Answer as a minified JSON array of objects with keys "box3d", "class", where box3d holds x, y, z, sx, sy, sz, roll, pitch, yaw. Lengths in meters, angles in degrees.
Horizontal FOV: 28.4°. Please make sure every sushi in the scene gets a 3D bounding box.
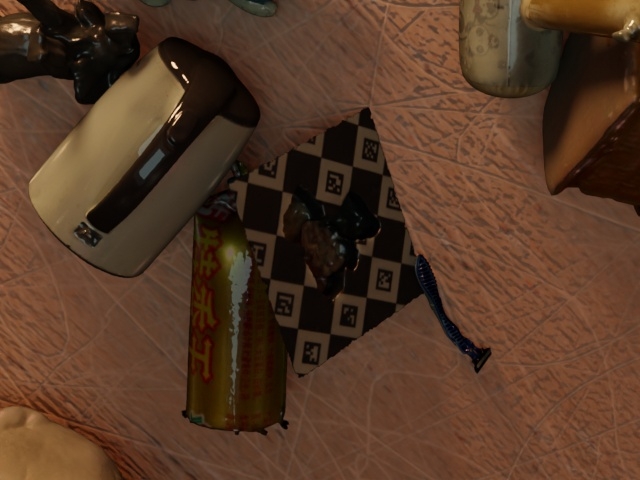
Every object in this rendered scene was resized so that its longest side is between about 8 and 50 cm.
[{"box3d":[0.000,0.000,1.397,0.047,0.219,0.231,1,115,49],"class":"sushi"}]

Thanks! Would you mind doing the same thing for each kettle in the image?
[{"box3d":[-0.181,-0.086,1.339,0.161,0.221,0.236,41,108,-11],"class":"kettle"}]

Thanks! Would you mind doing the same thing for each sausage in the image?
[{"box3d":[-0.088,0.065,1.433,0.125,0.117,0.317,16,111,36],"class":"sausage"}]

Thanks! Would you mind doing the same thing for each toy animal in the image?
[{"box3d":[-0.292,-0.220,1.346,0.245,0.146,0.114,12,80,20],"class":"toy animal"}]

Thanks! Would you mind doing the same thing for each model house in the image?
[{"box3d":[0.370,-0.144,1.311,0.229,0.199,0.219,15,155,-17],"class":"model house"}]

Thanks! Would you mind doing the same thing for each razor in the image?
[{"box3d":[0.145,0.084,1.471,0.028,0.044,0.154,-23,105,39],"class":"razor"}]

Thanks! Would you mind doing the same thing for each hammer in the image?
[{"box3d":[0.244,-0.222,1.227,0.113,0.305,0.202,-13,112,-25],"class":"hammer"}]

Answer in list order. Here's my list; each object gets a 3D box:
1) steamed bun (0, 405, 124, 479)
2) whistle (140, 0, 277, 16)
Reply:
[{"box3d":[-0.367,0.334,1.487,0.383,0.247,0.236,20,106,0],"class":"steamed bun"},{"box3d":[-0.087,-0.287,1.342,0.235,0.077,0.114,5,128,0],"class":"whistle"}]
